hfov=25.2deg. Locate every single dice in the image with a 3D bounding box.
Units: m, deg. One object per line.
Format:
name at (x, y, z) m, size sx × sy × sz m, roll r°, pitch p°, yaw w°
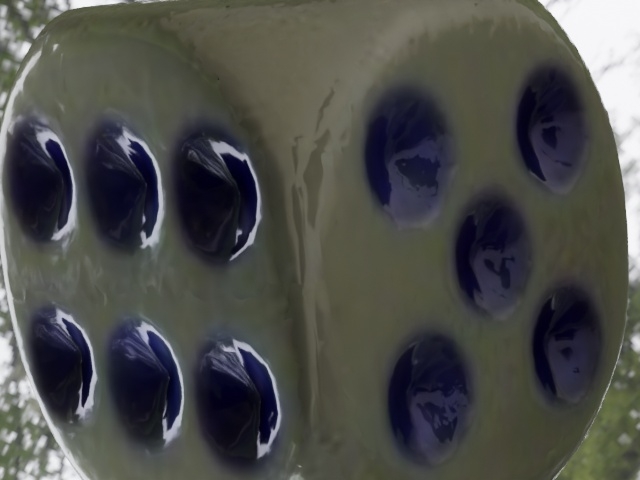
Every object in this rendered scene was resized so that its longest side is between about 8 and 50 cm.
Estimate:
dice at (0.000, 0.000, 0.879) m, size 0.277 × 0.304 × 0.304 m, roll 6°, pitch -166°, yaw 42°
